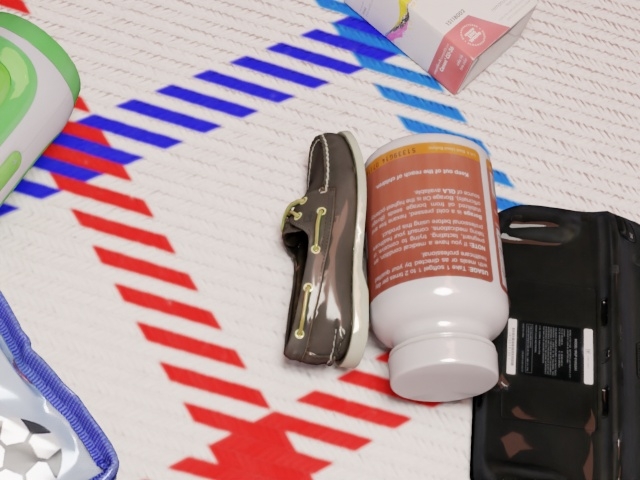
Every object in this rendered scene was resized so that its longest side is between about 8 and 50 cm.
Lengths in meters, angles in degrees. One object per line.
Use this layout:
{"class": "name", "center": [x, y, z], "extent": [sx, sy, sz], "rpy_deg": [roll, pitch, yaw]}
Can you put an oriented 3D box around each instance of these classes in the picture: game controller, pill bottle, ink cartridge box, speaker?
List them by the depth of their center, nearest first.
{"class": "speaker", "center": [-0.325, -0.054, 1.018], "extent": [0.131, 0.131, 0.296], "rpy_deg": [29, 60, 4]}
{"class": "pill bottle", "center": [0.099, 0.025, 1.071], "extent": [0.121, 0.121, 0.216], "rpy_deg": [4, 61, -10]}
{"class": "game controller", "center": [0.222, 0.108, 1.098], "extent": [0.167, 0.067, 0.319], "rpy_deg": [4, 60, 6]}
{"class": "ink cartridge box", "center": [0.107, -0.258, 1.258], "extent": [0.198, 0.067, 0.115], "rpy_deg": [41, 62, 11]}

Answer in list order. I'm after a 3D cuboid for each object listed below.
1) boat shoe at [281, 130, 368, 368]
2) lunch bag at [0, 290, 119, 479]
{"class": "boat shoe", "center": [0.000, 0.000, 1.085], "extent": [0.069, 0.081, 0.227], "rpy_deg": [5, 64, -14]}
{"class": "lunch bag", "center": [-0.341, 0.210, 0.754], "extent": [0.385, 0.328, 0.239], "rpy_deg": [-32, 68, -24]}
